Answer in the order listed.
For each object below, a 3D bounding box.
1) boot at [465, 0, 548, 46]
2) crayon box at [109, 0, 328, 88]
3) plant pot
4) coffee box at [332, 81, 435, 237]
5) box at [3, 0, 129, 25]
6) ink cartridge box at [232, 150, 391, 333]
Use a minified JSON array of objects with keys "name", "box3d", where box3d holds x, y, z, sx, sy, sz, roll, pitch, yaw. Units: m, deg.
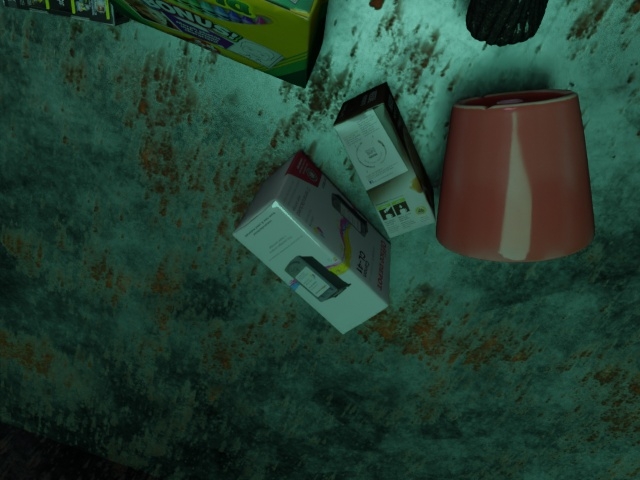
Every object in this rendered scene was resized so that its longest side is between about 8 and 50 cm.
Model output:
[{"name":"boot","box3d":[0.348,-0.463,0.675,0.348,0.131,0.260,-35,150,-12]},{"name":"crayon box","box3d":[-0.171,-0.377,0.719,0.362,0.313,0.106,21,93,-3]},{"name":"plant pot","box3d":[0.333,-0.125,0.839,0.274,0.275,0.243,-4,110,12]},{"name":"coffee box","box3d":[0.128,-0.151,0.914,0.098,0.141,0.247,-20,117,21]},{"name":"box","box3d":[-0.453,-0.531,0.825,0.216,0.060,0.270,10,123,3]},{"name":"ink cartridge box","box3d":[0.000,0.000,0.980,0.306,0.226,0.131,43,120,-18]}]
